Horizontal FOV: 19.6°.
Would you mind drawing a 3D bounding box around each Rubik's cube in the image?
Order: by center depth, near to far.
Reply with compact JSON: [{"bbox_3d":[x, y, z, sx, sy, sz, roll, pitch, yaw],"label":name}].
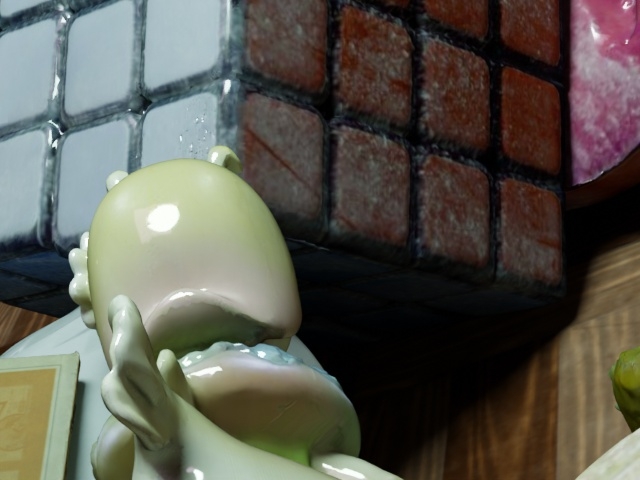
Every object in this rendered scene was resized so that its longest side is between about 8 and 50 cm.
[{"bbox_3d":[-0.055,-0.118,1.313,0.337,0.344,0.343,-12,69,42],"label":"Rubik's cube"}]

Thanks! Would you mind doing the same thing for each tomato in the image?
[{"bbox_3d":[0.205,-0.141,1.432,0.335,0.176,0.289,-22,58,39],"label":"tomato"}]

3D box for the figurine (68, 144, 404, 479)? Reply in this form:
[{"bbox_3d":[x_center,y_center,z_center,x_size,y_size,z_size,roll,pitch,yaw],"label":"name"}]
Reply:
[{"bbox_3d":[-0.052,0.088,0.911,0.227,0.274,0.394,-18,49,5],"label":"figurine"}]

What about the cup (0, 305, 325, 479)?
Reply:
[{"bbox_3d":[-0.159,0.202,1.087,0.253,0.253,0.371,-9,30,41],"label":"cup"}]

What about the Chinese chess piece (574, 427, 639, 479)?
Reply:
[{"bbox_3d":[0.216,0.180,0.862,0.270,0.112,0.270,-25,25,13],"label":"Chinese chess piece"}]

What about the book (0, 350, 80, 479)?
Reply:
[{"bbox_3d":[-0.217,0.147,0.947,0.170,0.018,0.241,-4,37,3],"label":"book"}]

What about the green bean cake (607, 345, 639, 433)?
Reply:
[{"bbox_3d":[0.289,0.022,1.069,0.233,0.124,0.236,-16,28,31],"label":"green bean cake"}]
